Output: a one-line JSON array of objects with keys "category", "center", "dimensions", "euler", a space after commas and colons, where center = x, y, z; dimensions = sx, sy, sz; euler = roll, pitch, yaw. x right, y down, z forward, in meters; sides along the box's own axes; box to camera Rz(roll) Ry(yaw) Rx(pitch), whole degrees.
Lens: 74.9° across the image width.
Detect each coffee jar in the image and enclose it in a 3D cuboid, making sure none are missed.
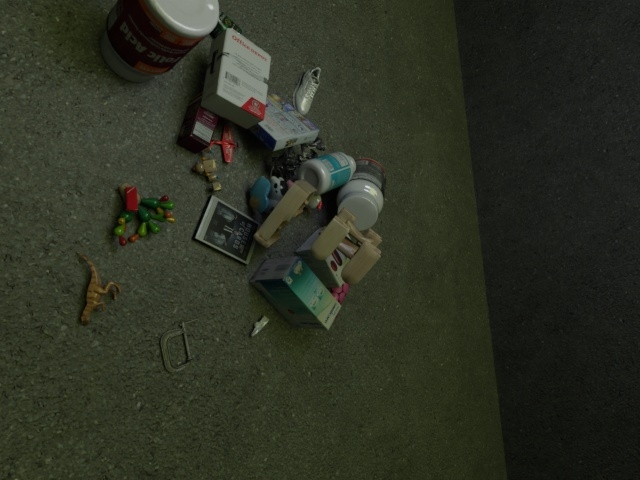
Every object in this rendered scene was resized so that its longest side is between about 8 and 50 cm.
[{"category": "coffee jar", "center": [-0.395, -0.834, 1.594], "dimensions": [0.184, 0.079, 0.096], "euler": [39, 58, -33]}]

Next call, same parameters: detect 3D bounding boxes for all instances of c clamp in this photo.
[{"category": "c clamp", "center": [-0.459, 0.350, 1.383], "dimensions": [0.137, 0.022, 0.160], "euler": [-4, 86, -45]}]

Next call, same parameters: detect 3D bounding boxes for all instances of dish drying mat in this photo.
[{"category": "dish drying mat", "center": [-0.574, -0.127, 1.271], "dimensions": [0.032, 0.008, 0.083], "euler": [-3, 64, -24]}]

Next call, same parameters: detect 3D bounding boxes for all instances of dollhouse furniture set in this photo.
[{"category": "dollhouse furniture set", "center": [0.000, 0.000, 1.532], "dimensions": [0.394, 0.256, 0.362], "euler": [39, 14, 0]}]

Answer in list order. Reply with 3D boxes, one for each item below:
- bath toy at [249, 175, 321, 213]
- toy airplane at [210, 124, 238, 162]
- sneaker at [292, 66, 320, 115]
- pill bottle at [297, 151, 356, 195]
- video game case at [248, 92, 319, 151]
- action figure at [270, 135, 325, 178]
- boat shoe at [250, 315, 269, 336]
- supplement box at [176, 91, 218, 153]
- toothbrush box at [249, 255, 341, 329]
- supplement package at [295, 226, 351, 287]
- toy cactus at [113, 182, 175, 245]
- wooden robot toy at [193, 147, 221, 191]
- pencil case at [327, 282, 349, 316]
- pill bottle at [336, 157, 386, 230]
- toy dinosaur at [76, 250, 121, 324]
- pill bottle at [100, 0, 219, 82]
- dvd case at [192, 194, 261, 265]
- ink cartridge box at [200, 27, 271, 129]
[{"category": "bath toy", "center": [-0.124, -0.169, 1.717], "dimensions": [0.349, 0.151, 0.129], "euler": [-4, 49, -48]}, {"category": "toy airplane", "center": [-0.374, -0.366, 1.576], "dimensions": [0.151, 0.028, 0.151], "euler": [10, 75, -43]}, {"category": "sneaker", "center": [-0.058, -0.677, 1.889], "dimensions": [0.090, 0.095, 0.234], "euler": [23, 69, -42]}, {"category": "pill bottle", "center": [0.038, -0.285, 1.735], "dimensions": [0.264, 0.146, 0.146], "euler": [-28, 103, -46]}, {"category": "video game case", "center": [-0.181, -0.475, 1.660], "dimensions": [0.269, 0.061, 0.244], "euler": [45, 45, 17]}, {"category": "action figure", "center": [-0.121, -0.347, 1.725], "dimensions": [0.276, 0.164, 0.141], "euler": [-26, 57, -36]}, {"category": "boat shoe", "center": [-0.239, 0.326, 1.599], "dimensions": [0.035, 0.035, 0.100], "euler": [43, 55, 2]}, {"category": "supplement box", "center": [-0.427, -0.416, 1.479], "dimensions": [0.081, 0.104, 0.188], "euler": [26, 66, -40]}, {"category": "toothbrush box", "center": [-0.095, 0.208, 1.627], "dimensions": [0.295, 0.217, 0.126], "euler": [51, 53, -27]}, {"category": "supplement package", "center": [0.041, 0.069, 1.827], "dimensions": [0.194, 0.149, 0.203], "euler": [-46, 116, -38]}, {"category": "toy cactus", "center": [-0.566, -0.097, 1.307], "dimensions": [0.219, 0.112, 0.180], "euler": [-38, 100, -30]}, {"category": "wooden robot toy", "center": [-0.415, -0.255, 1.500], "dimensions": [0.079, 0.076, 0.173], "euler": [-16, 103, -21]}, {"category": "pencil case", "center": [0.073, 0.246, 1.877], "dimensions": [0.209, 0.095, 0.098], "euler": [-62, 141, -28]}, {"category": "pill bottle", "center": [0.184, -0.211, 1.892], "dimensions": [0.210, 0.210, 0.362], "euler": [54, 29, -24]}, {"category": "toy dinosaur", "center": [-0.645, 0.137, 1.207], "dimensions": [0.112, 0.064, 0.211], "euler": [9, 77, -42]}, {"category": "pill bottle", "center": [-0.495, -0.635, 1.245], "dimensions": [0.224, 0.393, 0.223], "euler": [8, 78, -43]}, {"category": "dvd case", "center": [-0.340, -0.034, 1.556], "dimensions": [0.239, 0.030, 0.179], "euler": [32, 63, -36]}, {"category": "ink cartridge box", "center": [-0.295, -0.570, 1.485], "dimensions": [0.197, 0.114, 0.272], "euler": [20, 68, -43]}]
